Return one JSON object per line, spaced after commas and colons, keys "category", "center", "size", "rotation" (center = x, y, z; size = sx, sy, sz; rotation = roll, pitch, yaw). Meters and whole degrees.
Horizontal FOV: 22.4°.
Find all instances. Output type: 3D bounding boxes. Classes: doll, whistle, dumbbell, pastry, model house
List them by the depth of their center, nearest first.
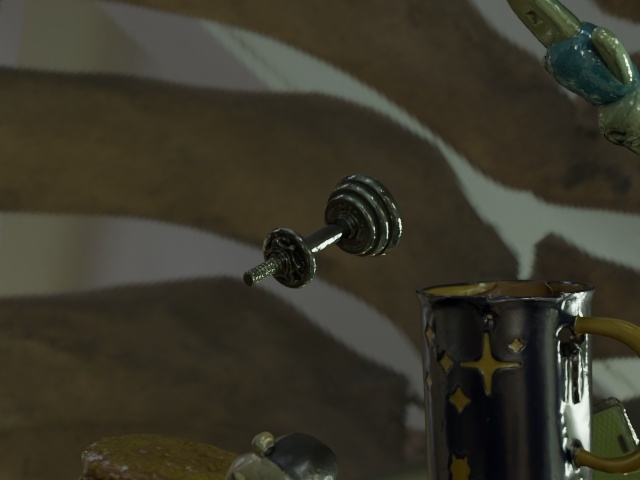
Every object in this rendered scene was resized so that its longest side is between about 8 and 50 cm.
{"category": "doll", "center": [-0.046, 0.222, 1.332], "size": [0.089, 0.179, 0.102], "rotation": [2, -55, 36]}
{"category": "whistle", "center": [0.260, -0.153, 1.507], "size": [0.236, 0.077, 0.114], "rotation": [42, -19, -12]}
{"category": "pastry", "center": [-0.143, 0.250, 1.523], "size": [0.189, 0.189, 0.103], "rotation": [17, -83, 44]}
{"category": "dumbbell", "center": [0.000, 0.000, 1.955], "size": [0.110, 0.254, 0.110], "rotation": [22, -55, 35]}
{"category": "model house", "center": [0.323, 0.252, 2.044], "size": [0.218, 0.205, 0.278], "rotation": [-22, -80, 10]}

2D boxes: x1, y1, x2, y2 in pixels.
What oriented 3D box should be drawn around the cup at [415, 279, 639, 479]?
{"category": "cup", "center": [0.202, 0.173, 1.560], "size": [0.255, 0.178, 0.256], "rotation": [-177, -96, -68]}
